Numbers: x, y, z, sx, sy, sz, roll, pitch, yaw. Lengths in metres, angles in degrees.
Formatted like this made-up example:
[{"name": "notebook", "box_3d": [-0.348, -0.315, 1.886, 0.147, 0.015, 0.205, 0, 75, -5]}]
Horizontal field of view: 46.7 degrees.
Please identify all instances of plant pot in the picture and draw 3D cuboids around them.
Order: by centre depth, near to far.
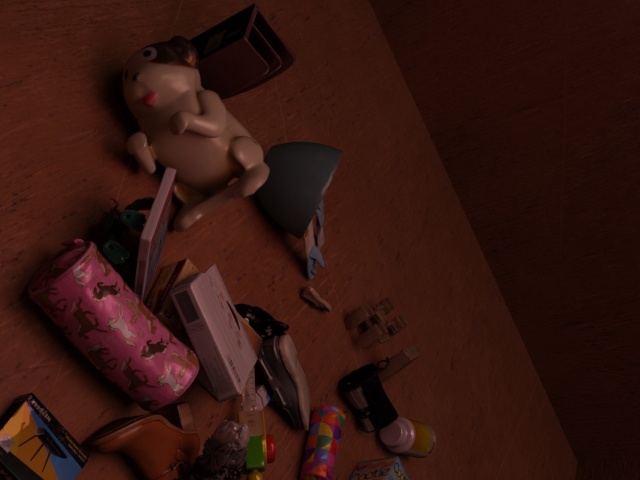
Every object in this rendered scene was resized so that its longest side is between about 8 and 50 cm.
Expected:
[{"name": "plant pot", "box_3d": [-0.085, -0.175, 2.189, 0.196, 0.290, 0.290, 25, 43, -5]}]

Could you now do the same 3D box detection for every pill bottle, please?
[{"name": "pill bottle", "box_3d": [0.284, 0.647, 2.440, 0.215, 0.117, 0.117, 30, 50, -49]}]

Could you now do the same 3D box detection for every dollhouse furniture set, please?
[{"name": "dollhouse furniture set", "box_3d": [0.195, 0.337, 2.492, 0.242, 0.161, 0.212, 54, 27, 15]}]

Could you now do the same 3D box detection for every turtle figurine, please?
[{"name": "turtle figurine", "box_3d": [-0.430, -0.017, 1.623, 0.118, 0.234, 0.175, 11, 92, -14]}]

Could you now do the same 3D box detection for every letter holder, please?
[{"name": "letter holder", "box_3d": [-0.244, -0.457, 2.011, 0.214, 0.302, 0.151, 47, 38, -36]}]

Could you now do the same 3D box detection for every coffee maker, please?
[{"name": "coffee maker", "box_3d": [0.169, 0.484, 2.294, 0.178, 0.171, 0.120, 62, 15, -18]}]

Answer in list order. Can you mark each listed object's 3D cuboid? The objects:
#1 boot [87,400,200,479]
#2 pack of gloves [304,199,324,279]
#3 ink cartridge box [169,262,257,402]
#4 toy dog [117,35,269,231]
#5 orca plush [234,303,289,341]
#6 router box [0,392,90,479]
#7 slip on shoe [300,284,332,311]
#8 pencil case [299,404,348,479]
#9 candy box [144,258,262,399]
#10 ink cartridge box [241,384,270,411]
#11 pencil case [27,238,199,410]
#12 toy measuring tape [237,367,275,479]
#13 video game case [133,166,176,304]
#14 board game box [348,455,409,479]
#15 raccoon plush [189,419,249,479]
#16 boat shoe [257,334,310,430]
[{"name": "boot", "box_3d": [-0.354, 0.471, 1.549, 0.283, 0.109, 0.220, 2, 76, -65]}, {"name": "pack of gloves", "box_3d": [0.000, 0.000, 2.301, 0.232, 0.046, 0.195, 86, 18, -49]}, {"name": "ink cartridge box", "box_3d": [-0.242, 0.205, 1.724, 0.239, 0.060, 0.275, -69, 137, -80]}, {"name": "toy dog", "box_3d": [-0.319, -0.300, 1.835, 0.407, 0.285, 0.395, 55, 34, -21]}, {"name": "orca plush", "box_3d": [-0.128, 0.264, 2.001, 0.287, 0.102, 0.151, 58, 33, -21]}, {"name": "router box", "box_3d": [-0.522, 0.390, 1.356, 0.178, 0.046, 0.133, 57, 34, -23]}, {"name": "slip on shoe", "box_3d": [-0.014, 0.188, 2.291, 0.041, 0.051, 0.135, -50, 136, -10]}, {"name": "pencil case", "box_3d": [0.010, 0.571, 2.064, 0.104, 0.105, 0.236, 51, 38, -31]}, {"name": "candy box", "box_3d": [-0.283, 0.218, 1.791, 0.316, 0.088, 0.182, 51, 37, -29]}, {"name": "ink cartridge box", "box_3d": [-0.168, 0.418, 1.926, 0.048, 0.028, 0.083, 64, 32, -12]}, {"name": "pencil case", "box_3d": [-0.421, 0.175, 1.528, 0.386, 0.160, 0.167, 53, 2, -26]}, {"name": "toy measuring tape", "box_3d": [-0.176, 0.462, 1.836, 0.121, 0.121, 0.330, 40, 28, -41]}, {"name": "video game case", "box_3d": [-0.368, 0.004, 1.631, 0.025, 0.285, 0.204, 16, 51, -7]}, {"name": "board game box", "box_3d": [0.148, 0.769, 2.130, 0.144, 0.142, 0.275, 65, 31, -10]}, {"name": "raccoon plush", "box_3d": [-0.158, 0.637, 1.547, 0.299, 0.216, 0.446, 41, 71, -46]}, {"name": "boat shoe", "box_3d": [-0.096, 0.387, 1.991, 0.116, 0.099, 0.319, -86, 164, -57]}]
